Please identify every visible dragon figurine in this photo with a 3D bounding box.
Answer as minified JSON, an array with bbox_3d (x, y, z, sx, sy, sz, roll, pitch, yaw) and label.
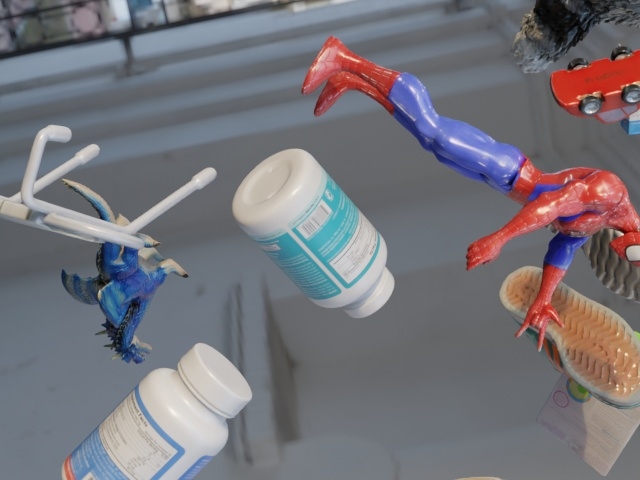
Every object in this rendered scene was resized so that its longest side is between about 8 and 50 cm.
[{"bbox_3d":[-0.258,0.051,1.489,0.085,0.144,0.289,33,-13,30],"label":"dragon figurine"}]

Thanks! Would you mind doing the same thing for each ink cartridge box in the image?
[{"bbox_3d":[0.324,-0.157,1.245,0.048,0.028,0.083,-104,-172,-60],"label":"ink cartridge box"}]

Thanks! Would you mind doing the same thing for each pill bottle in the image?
[{"bbox_3d":[-0.186,0.228,1.408,0.124,0.221,0.124,44,8,-8],"label":"pill bottle"},{"bbox_3d":[0.000,0.000,1.783,0.264,0.146,0.146,48,17,-31],"label":"pill bottle"}]

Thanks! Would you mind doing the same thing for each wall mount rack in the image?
[{"bbox_3d":[-0.307,-0.074,1.440,0.304,0.350,0.131,19,85,-58],"label":"wall mount rack"}]

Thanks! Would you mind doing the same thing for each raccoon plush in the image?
[{"bbox_3d":[0.514,-0.347,1.833,0.446,0.216,0.299,-55,-152,30],"label":"raccoon plush"}]

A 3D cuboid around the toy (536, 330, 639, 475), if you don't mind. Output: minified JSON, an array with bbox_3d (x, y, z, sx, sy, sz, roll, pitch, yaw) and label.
[{"bbox_3d":[0.435,0.229,1.831,0.137,0.056,0.237,39,-47,24],"label":"toy"}]

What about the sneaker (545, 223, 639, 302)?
[{"bbox_3d":[0.472,-0.013,1.926,0.281,0.115,0.105,51,-36,38],"label":"sneaker"}]

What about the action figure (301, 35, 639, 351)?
[{"bbox_3d":[0.105,-0.024,0.865,0.139,0.280,0.091,-64,168,-3],"label":"action figure"}]

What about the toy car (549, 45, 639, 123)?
[{"bbox_3d":[0.369,-0.150,1.144,0.225,0.239,0.053,40,-18,36],"label":"toy car"}]

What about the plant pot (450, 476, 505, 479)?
[{"bbox_3d":[0.206,0.487,1.752,0.275,0.274,0.243,57,20,-90],"label":"plant pot"}]

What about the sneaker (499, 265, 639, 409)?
[{"bbox_3d":[0.375,0.149,1.705,0.121,0.108,0.302,47,1,-39],"label":"sneaker"}]
